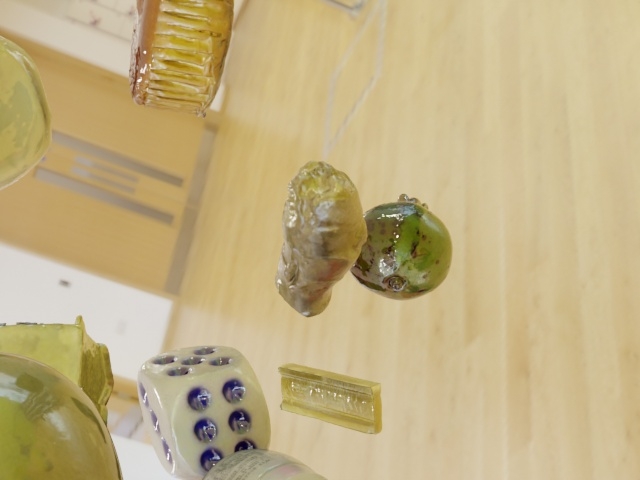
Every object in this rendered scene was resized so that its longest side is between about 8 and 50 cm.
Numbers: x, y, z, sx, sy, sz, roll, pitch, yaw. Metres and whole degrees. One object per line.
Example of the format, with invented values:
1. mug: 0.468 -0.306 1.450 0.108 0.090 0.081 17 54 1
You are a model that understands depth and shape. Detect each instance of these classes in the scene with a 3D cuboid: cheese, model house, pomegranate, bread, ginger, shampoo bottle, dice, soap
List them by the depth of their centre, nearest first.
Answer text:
1. bread: -0.161 -0.242 1.155 0.199 0.104 0.199 -172 90 -74
2. ginger: 0.000 0.000 1.445 0.263 0.116 0.109 104 147 -49
3. cheese: -0.552 -0.201 1.596 0.127 0.233 0.266 0 106 51
4. soap: 0.017 0.295 1.916 0.252 0.037 0.092 6 102 45
5. pomegranate: 0.154 0.002 1.935 0.202 0.202 0.248 -59 11 38
6. model house: -0.538 0.324 1.946 0.266 0.261 0.321 71 -161 -72
7. shampoo bottle: -0.110 0.571 2.094 0.266 0.273 0.273 2 72 50
8. dice: -0.269 0.392 2.349 0.251 0.243 0.259 15 116 64

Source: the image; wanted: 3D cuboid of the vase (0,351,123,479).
1. vase: -0.267 0.277 0.984 0.241 0.302 0.329 -48 -19 -13
